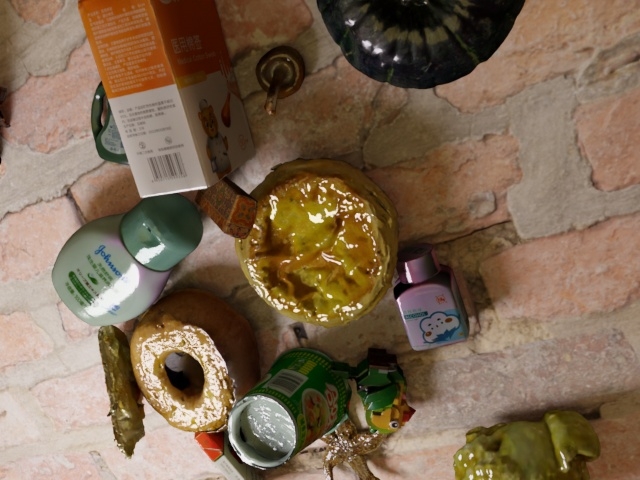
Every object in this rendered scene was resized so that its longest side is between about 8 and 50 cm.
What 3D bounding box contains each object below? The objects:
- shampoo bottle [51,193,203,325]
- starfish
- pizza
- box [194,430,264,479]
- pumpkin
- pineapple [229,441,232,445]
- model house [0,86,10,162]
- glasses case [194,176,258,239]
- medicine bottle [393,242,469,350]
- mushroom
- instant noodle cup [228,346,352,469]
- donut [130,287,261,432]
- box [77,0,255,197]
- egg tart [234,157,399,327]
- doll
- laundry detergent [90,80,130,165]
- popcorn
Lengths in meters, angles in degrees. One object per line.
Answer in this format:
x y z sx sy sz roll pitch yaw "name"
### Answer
-0.390 0.028 1.272 0.349 0.151 0.222 -34 94 24 "shampoo bottle"
0.058 0.463 1.374 0.277 0.062 0.236 38 118 6 "starfish"
-0.429 0.362 1.364 0.075 0.288 0.280 -13 137 -14 "pizza"
-0.209 0.521 1.434 0.035 0.139 0.245 -36 98 -4 "box"
0.145 -0.387 0.898 0.323 0.241 0.323 4 114 8 "pumpkin"
-0.157 0.475 1.436 0.116 0.069 0.137 1 114 14 "pineapple"
-0.724 -0.253 1.198 0.207 0.294 0.154 19 87 -23 "model house"
-0.177 -0.072 1.139 0.049 0.218 0.075 18 100 -30 "glasses case"
0.204 0.105 1.167 0.119 0.094 0.188 -16 107 19 "medicine bottle"
-0.078 -0.281 1.094 0.088 0.073 0.130 17 82 -7 "mushroom"
-0.067 0.344 1.239 0.207 0.232 0.207 2 95 21 "instant noodle cup"
-0.272 0.264 1.338 0.317 0.150 0.299 44 114 -5 "donut"
-0.254 -0.273 1.067 0.143 0.225 0.341 -6 110 19 "box"
0.000 -0.001 1.160 0.341 0.132 0.341 6 111 15 "egg tart"
0.118 0.315 1.268 0.134 0.106 0.186 -23 105 7 "doll"
-0.394 -0.259 1.202 0.137 0.063 0.211 12 114 18 "laundry detergent"
0.420 0.465 1.222 0.286 0.174 0.225 -21 120 12 "popcorn"
